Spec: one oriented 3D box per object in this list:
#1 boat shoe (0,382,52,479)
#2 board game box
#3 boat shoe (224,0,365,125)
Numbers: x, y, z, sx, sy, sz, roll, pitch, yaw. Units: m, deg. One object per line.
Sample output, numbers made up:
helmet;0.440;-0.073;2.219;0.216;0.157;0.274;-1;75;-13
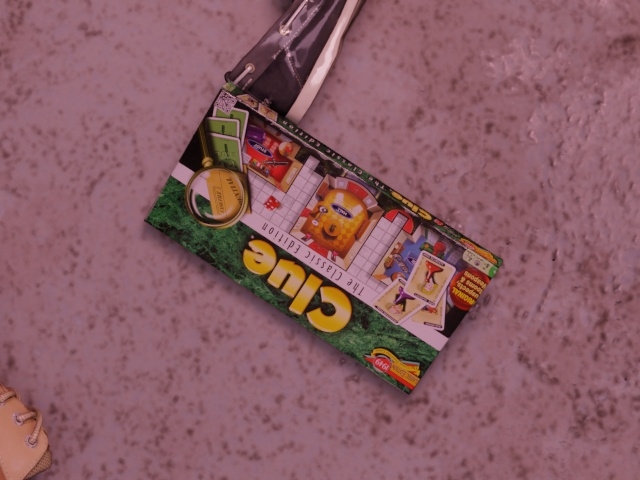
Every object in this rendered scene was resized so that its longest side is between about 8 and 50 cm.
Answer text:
boat shoe;-0.271;0.165;1.183;0.120;0.122;0.324;-4;96;-4
board game box;0.000;0.000;1.197;0.260;0.030;0.136;33;114;2
boat shoe;0.005;-0.210;1.198;0.079;0.084;0.233;29;92;1
